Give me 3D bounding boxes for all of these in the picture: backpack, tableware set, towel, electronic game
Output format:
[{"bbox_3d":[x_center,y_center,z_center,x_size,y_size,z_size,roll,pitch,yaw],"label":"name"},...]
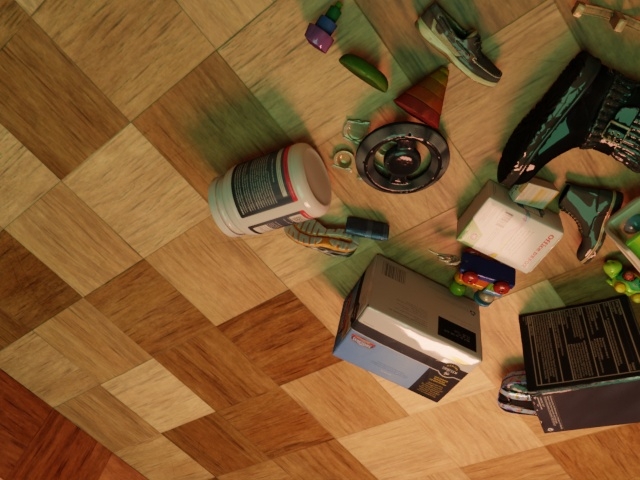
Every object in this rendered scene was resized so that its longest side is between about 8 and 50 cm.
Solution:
[{"bbox_3d":[0.630,0.460,1.782,0.173,0.117,0.158,2,127,11],"label":"backpack"},{"bbox_3d":[0.108,-0.218,1.460,0.141,0.020,0.169,22,127,-4],"label":"tableware set"},{"bbox_3d":[0.126,-0.029,1.567,0.119,0.067,0.029,12,126,4],"label":"towel"},{"bbox_3d":[0.199,-0.196,1.419,0.229,0.048,0.229,2,140,2],"label":"electronic game"}]

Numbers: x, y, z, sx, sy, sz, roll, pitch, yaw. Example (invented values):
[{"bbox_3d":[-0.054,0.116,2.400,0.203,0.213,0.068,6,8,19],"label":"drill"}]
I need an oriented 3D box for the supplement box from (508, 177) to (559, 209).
[{"bbox_3d":[0.516,-0.117,1.411,0.098,0.036,0.062,12,131,-24],"label":"supplement box"}]

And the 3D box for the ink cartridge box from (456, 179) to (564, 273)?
[{"bbox_3d":[0.474,-0.032,1.468,0.212,0.093,0.154,26,128,-4],"label":"ink cartridge box"}]

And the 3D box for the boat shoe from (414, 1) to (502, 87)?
[{"bbox_3d":[0.304,-0.413,1.232,0.223,0.080,0.073,35,131,-8],"label":"boat shoe"}]

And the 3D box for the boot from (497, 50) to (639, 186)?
[{"bbox_3d":[0.585,-0.212,1.284,0.260,0.131,0.348,27,127,-8],"label":"boot"}]

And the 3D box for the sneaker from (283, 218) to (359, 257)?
[{"bbox_3d":[0.000,0.000,1.614,0.214,0.084,0.083,19,156,10],"label":"sneaker"}]

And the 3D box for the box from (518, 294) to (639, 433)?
[{"bbox_3d":[0.709,0.330,1.553,0.294,0.296,0.183,-16,120,23],"label":"box"}]

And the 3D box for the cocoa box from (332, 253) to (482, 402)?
[{"bbox_3d":[0.244,0.250,1.642,0.347,0.231,0.228,26,128,-7],"label":"cocoa box"}]

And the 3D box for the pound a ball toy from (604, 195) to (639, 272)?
[{"bbox_3d":[0.840,0.004,1.382,0.319,0.136,0.208,35,112,-32],"label":"pound a ball toy"}]

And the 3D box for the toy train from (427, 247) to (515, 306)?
[{"bbox_3d":[0.387,0.096,1.588,0.248,0.105,0.143,17,141,0],"label":"toy train"}]

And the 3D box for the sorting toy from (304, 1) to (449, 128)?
[{"bbox_3d":[0.144,-0.397,1.286,0.365,0.127,0.126,32,100,-11],"label":"sorting toy"}]

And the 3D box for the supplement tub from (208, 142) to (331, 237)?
[{"bbox_3d":[-0.126,-0.122,1.477,0.272,0.191,0.191,-15,121,23],"label":"supplement tub"}]

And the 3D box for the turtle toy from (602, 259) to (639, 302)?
[{"bbox_3d":[0.786,0.102,1.504,0.130,0.095,0.066,33,105,5],"label":"turtle toy"}]

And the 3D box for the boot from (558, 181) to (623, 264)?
[{"bbox_3d":[0.636,-0.048,1.440,0.137,0.077,0.198,16,115,7],"label":"boot"}]

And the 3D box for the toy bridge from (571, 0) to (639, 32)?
[{"bbox_3d":[0.592,-0.436,1.157,0.188,0.063,0.026,19,128,1],"label":"toy bridge"}]
